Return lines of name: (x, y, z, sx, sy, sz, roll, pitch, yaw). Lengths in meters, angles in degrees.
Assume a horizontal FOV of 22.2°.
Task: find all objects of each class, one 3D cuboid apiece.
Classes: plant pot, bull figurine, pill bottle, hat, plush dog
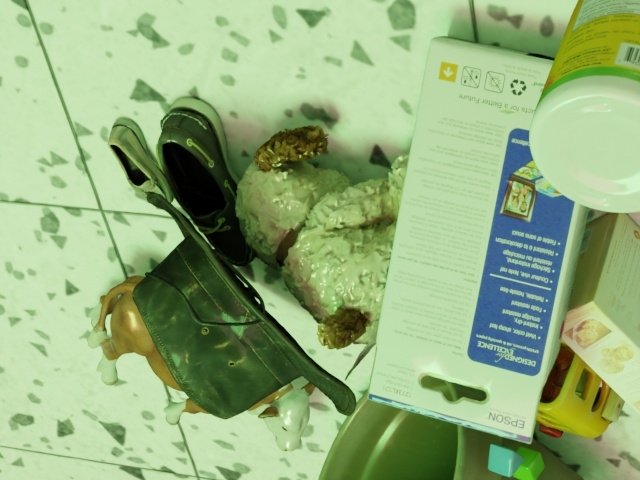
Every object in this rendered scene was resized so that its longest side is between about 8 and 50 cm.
plant pot: (0.181, 0.336, 1.926, 0.280, 0.323, 0.323, 23, 141, -25)
bull figurine: (-0.153, 0.156, 2.020, 0.310, 0.101, 0.188, 41, 138, -18)
pill bottle: (0.272, -0.151, 1.396, 0.136, 0.246, 0.136, 14, 137, 13)
hat: (-0.113, 0.104, 1.776, 0.331, 0.134, 0.331, 46, 174, 6)
plush dog: (0.000, 0.000, 1.746, 0.225, 0.210, 0.262, 39, 143, 21)

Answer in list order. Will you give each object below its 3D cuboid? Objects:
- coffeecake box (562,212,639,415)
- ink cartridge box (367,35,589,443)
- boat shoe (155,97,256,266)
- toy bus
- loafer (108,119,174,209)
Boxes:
coffeecake box: (0.329, 0.084, 1.683, 0.185, 0.142, 0.068, 43, 135, -18)
ink cartridge box: (0.164, -0.003, 1.590, 0.175, 0.069, 0.371, 14, 102, 17)
boat shoe: (-0.127, -0.050, 1.822, 0.081, 0.069, 0.228, -1, 132, 26)
toy bus: (0.273, 0.161, 1.746, 0.104, 0.202, 0.191, 15, 124, 39)
loafer: (-0.208, -0.079, 1.855, 0.045, 0.039, 0.125, -5, 130, 28)
